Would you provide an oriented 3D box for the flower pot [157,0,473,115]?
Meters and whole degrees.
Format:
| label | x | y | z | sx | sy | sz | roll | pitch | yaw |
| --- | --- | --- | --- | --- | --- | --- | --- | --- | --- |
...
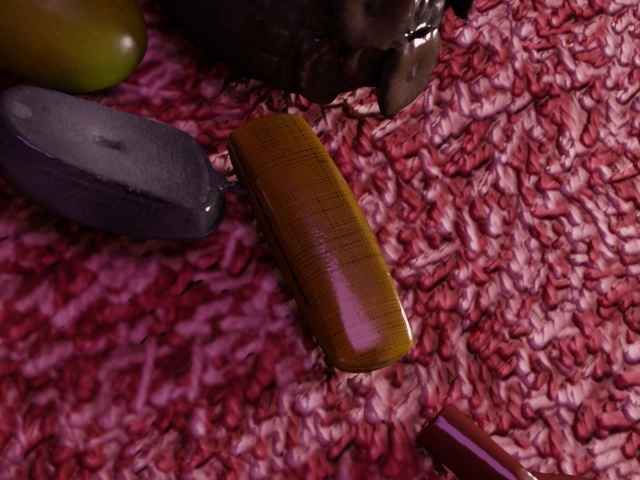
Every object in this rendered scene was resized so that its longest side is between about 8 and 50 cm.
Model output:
| label | x | y | z | sx | sy | sz | roll | pitch | yaw |
| --- | --- | --- | --- | --- | --- | --- | --- | --- | --- |
| flower pot | 0.009 | -0.263 | 1.669 | 0.301 | 0.213 | 0.302 | 12 | 53 | -17 |

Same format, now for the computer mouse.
| label | x | y | z | sx | sy | sz | roll | pitch | yaw |
| --- | --- | --- | --- | --- | --- | --- | --- | --- | --- |
| computer mouse | -0.168 | -0.052 | 1.534 | 0.229 | 0.068 | 0.113 | 18 | 38 | -26 |

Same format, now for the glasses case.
| label | x | y | z | sx | sy | sz | roll | pitch | yaw |
| --- | --- | --- | --- | --- | --- | --- | --- | --- | --- |
| glasses case | 0.000 | 0.000 | 1.576 | 0.079 | 0.064 | 0.234 | -12 | 64 | -30 |

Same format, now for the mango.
| label | x | y | z | sx | sy | sz | roll | pitch | yaw |
| --- | --- | --- | --- | --- | --- | --- | --- | --- | --- |
| mango | -0.256 | -0.238 | 1.579 | 0.293 | 0.143 | 0.175 | 52 | 45 | 1 |

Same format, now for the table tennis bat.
| label | x | y | z | sx | sy | sz | roll | pitch | yaw |
| --- | --- | --- | --- | --- | --- | --- | --- | --- | --- |
| table tennis bat | 0.202 | 0.238 | 1.503 | 0.310 | 0.038 | 0.200 | 41 | 35 | 13 |
